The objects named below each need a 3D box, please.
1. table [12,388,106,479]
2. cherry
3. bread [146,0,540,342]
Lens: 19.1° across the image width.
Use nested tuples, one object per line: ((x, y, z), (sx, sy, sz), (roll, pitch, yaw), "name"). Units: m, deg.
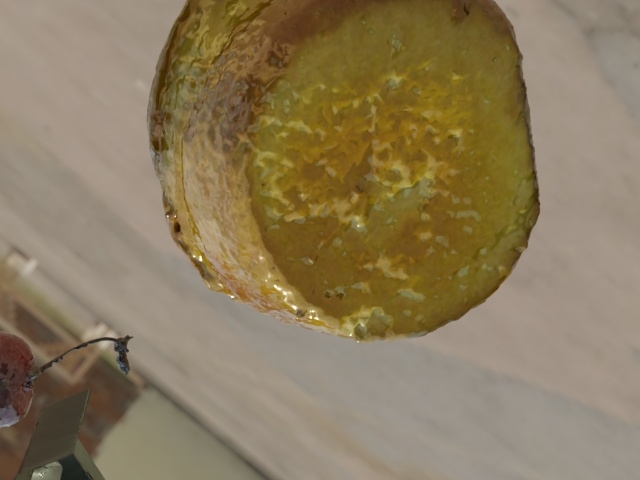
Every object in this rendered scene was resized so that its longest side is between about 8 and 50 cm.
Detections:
((-0.205, 0.243, 1.674), (0.146, 0.062, 0.175), (60, -163, -25), "table")
((-0.316, 0.152, 2.074), (0.225, 0.107, 0.090), (0, 175, -13), "cherry")
((0.018, -0.059, 1.167), (0.268, 0.268, 0.146), (44, 173, -30), "bread")
